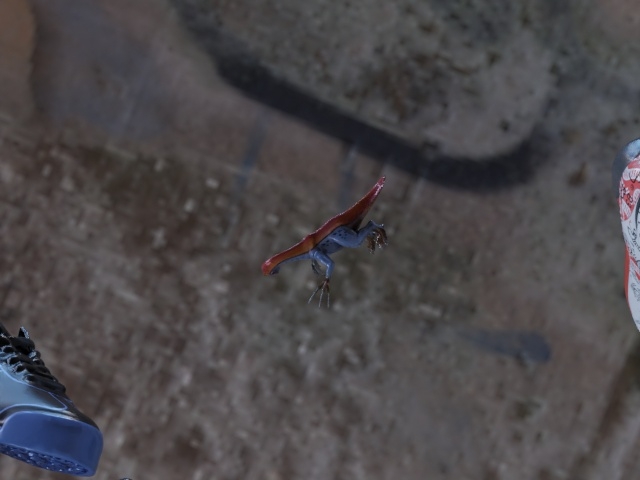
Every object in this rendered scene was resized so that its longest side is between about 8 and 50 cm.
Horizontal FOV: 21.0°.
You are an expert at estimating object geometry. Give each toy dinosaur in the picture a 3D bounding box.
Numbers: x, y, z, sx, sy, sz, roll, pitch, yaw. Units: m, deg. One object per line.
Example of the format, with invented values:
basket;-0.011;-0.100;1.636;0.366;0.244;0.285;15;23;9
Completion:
toy dinosaur;0.000;0.000;1.176;0.047;0.082;0.090;-172;82;-71

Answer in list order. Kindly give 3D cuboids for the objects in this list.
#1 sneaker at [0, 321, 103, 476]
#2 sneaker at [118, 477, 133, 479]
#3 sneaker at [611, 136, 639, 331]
sneaker;-0.223;0.095;1.184;0.081;0.232;0.090;35;-107;-46
sneaker;-0.112;0.183;1.106;0.035;0.031;0.083;-33;-56;-33
sneaker;0.334;0.047;1.574;0.145;0.090;0.270;-105;-4;-58
